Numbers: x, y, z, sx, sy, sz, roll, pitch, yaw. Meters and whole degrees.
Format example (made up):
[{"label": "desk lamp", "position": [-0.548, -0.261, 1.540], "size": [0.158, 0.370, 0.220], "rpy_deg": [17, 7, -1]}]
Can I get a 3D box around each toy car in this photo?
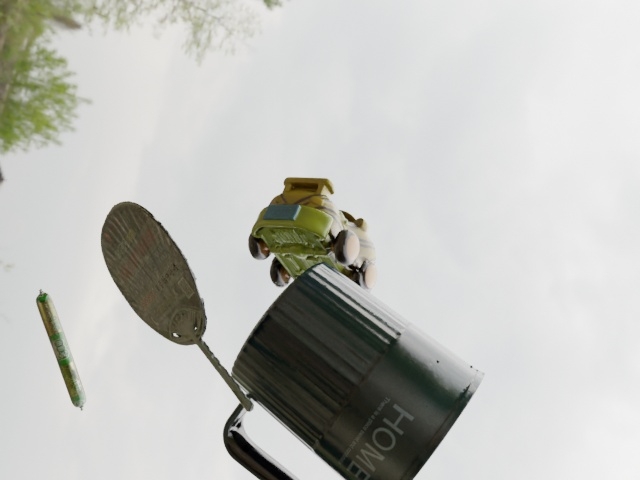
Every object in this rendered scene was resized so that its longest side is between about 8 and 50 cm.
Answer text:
[{"label": "toy car", "position": [0.000, 0.000, 1.250], "size": [0.200, 0.248, 0.142], "rpy_deg": [6, -124, 30]}]

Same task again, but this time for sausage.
[{"label": "sausage", "position": [-0.526, 0.224, 1.491], "size": [0.033, 0.033, 0.269], "rpy_deg": [8, -64, 63]}]

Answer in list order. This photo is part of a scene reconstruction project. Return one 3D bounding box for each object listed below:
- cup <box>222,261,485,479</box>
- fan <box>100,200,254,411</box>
[{"label": "cup", "position": [0.035, 0.222, 1.079], "size": [0.242, 0.292, 0.308], "rpy_deg": [-37, 161, -51]}, {"label": "fan", "position": [-0.185, 0.063, 0.915], "size": [0.294, 0.012, 0.223], "rpy_deg": [35, -41, 25]}]
